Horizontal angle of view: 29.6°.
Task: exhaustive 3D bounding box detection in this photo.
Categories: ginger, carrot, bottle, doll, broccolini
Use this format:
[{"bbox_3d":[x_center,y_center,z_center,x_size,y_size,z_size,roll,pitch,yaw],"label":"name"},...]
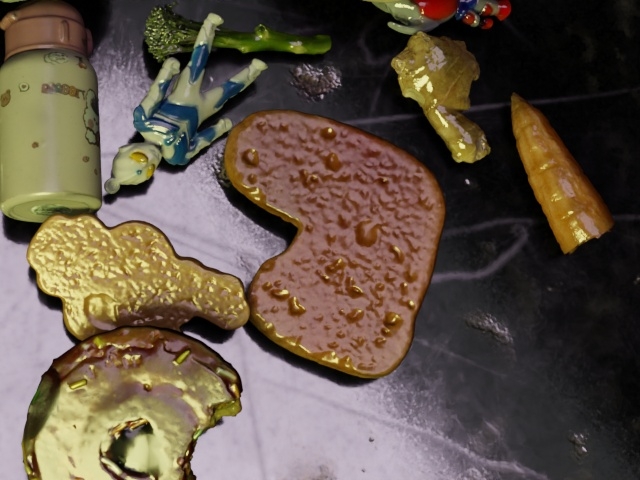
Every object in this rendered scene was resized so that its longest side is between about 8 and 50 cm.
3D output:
[{"bbox_3d":[0.155,-0.174,1.424,0.096,0.067,0.165,-36,99,-18],"label":"ginger"},{"bbox_3d":[0.275,-0.087,1.427,0.072,0.072,0.205,-21,79,-17],"label":"carrot"},{"bbox_3d":[-0.290,-0.142,1.289,0.110,0.110,0.233,-1,75,-13],"label":"bottle"},{"bbox_3d":[0.136,-0.294,1.453,0.194,0.062,0.104,-1,88,-20],"label":"doll"},{"bbox_3d":[-0.155,-0.133,1.336,0.227,0.057,0.114,-51,127,-8],"label":"doll"},{"bbox_3d":[-0.096,-0.233,1.398,0.216,0.058,0.067,0,78,-23],"label":"broccolini"}]

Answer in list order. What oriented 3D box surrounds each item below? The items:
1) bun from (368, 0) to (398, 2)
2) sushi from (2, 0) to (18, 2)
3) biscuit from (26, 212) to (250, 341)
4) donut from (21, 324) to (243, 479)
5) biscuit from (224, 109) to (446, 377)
[{"bbox_3d":[0.071,-0.379,1.398,0.210,0.116,0.237,-32,58,-20],"label":"bun"},{"bbox_3d":[-0.380,-0.337,1.253,0.350,0.211,0.171,-7,118,-15],"label":"sushi"},{"bbox_3d":[-0.197,0.055,1.275,0.236,0.040,0.144,32,85,-7],"label":"biscuit"},{"bbox_3d":[-0.186,0.200,1.221,0.216,0.096,0.230,1,88,-2],"label":"donut"},{"bbox_3d":[0.000,0.000,1.350,0.262,0.052,0.277,16,74,-4],"label":"biscuit"}]
